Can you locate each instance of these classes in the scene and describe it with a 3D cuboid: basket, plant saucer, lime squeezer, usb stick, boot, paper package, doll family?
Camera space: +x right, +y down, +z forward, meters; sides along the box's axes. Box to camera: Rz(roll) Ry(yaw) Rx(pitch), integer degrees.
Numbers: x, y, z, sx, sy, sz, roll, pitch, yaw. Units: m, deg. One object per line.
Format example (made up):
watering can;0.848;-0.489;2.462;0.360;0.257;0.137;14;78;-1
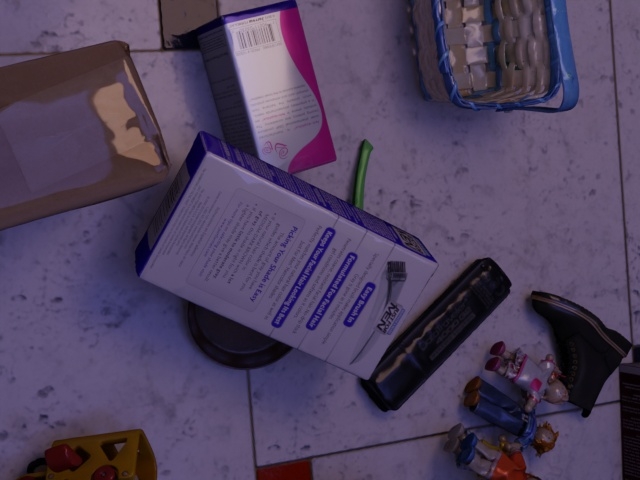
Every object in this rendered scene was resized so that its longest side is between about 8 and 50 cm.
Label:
basket;0.248;-0.300;1.662;0.201;0.289;0.255;-9;98;-19
plant saucer;-0.099;0.091;1.630;0.168;0.029;0.168;-4;106;-13
lime squeezer;0.000;0.000;1.681;0.310;0.059;0.110;-45;108;-17
usb stick;0.170;0.136;1.768;0.278;0.045;0.077;-43;100;-18
boot;0.378;0.174;1.853;0.198;0.077;0.137;32;83;-21
paper package;-0.380;-0.091;1.363;0.325;0.309;0.168;-19;96;-24
doll family;0.278;0.286;1.794;0.163;0.118;0.263;34;55;-13

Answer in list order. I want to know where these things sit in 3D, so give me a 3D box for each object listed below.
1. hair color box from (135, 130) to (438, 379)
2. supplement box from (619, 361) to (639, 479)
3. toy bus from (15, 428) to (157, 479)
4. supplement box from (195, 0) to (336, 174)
hair color box;-0.044;0.021;1.546;0.339;0.110;0.185;27;104;-17
supplement box;0.552;0.312;1.932;0.130;0.073;0.239;-2;91;-24
toy bus;-0.304;0.297;1.517;0.202;0.191;0.104;27;36;-23
supplement box;-0.073;-0.194;1.613;0.111;0.114;0.220;-17;97;-23
